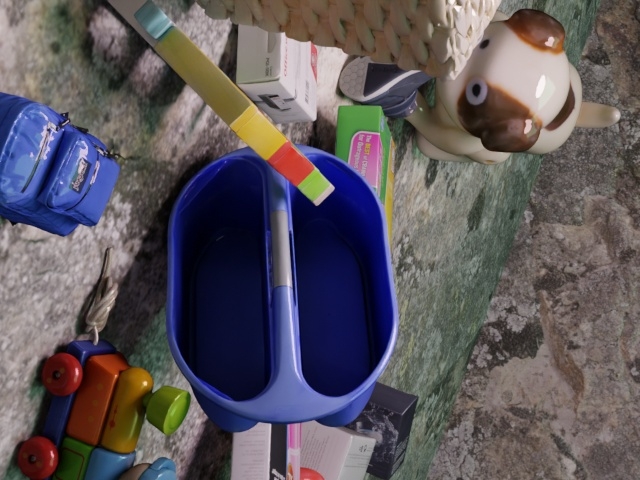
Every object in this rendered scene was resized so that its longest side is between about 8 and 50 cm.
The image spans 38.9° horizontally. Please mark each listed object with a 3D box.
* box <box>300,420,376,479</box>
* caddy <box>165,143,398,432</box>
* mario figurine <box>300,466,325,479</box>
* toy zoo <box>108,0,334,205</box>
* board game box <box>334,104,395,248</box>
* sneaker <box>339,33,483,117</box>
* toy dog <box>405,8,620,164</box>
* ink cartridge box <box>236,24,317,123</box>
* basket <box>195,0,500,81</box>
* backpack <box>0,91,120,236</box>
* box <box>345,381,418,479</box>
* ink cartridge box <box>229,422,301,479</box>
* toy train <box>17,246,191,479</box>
[{"bbox_3d":[0.001,0.425,1.663,0.181,0.119,0.181,-70,159,-8],"label":"box"},{"bbox_3d":[-0.044,0.050,0.996,0.179,0.241,0.341,95,-9,-58],"label":"caddy"},{"bbox_3d":[-0.079,0.513,1.445,0.320,0.170,0.198,-56,-171,-21],"label":"mario figurine"},{"bbox_3d":[-0.096,-0.143,0.866,0.030,0.192,0.293,-45,159,3],"label":"toy zoo"},{"bbox_3d":[0.066,-0.021,1.384,0.242,0.064,0.316,38,55,-78],"label":"board game box"},{"bbox_3d":[0.153,-0.269,1.406,0.086,0.226,0.163,70,15,14],"label":"sneaker"},{"bbox_3d":[0.314,-0.247,1.566,0.284,0.396,0.408,-66,169,7],"label":"toy dog"},{"bbox_3d":[-0.050,-0.208,1.077,0.135,0.056,0.099,38,52,-68],"label":"ink cartridge box"},{"bbox_3d":[0.029,-0.367,0.805,0.266,0.328,0.331,-62,158,-21],"label":"basket"},{"bbox_3d":[-0.226,-0.064,0.719,0.120,0.101,0.097,41,62,-64],"label":"backpack"},{"bbox_3d":[0.095,0.367,1.805,0.093,0.156,0.158,-29,132,-60],"label":"box"},{"bbox_3d":[-0.078,0.336,1.289,0.175,0.069,0.370,65,26,-61],"label":"ink cartridge box"},{"bbox_3d":[-0.192,0.144,0.907,0.105,0.143,0.247,11,96,-70],"label":"toy train"}]
